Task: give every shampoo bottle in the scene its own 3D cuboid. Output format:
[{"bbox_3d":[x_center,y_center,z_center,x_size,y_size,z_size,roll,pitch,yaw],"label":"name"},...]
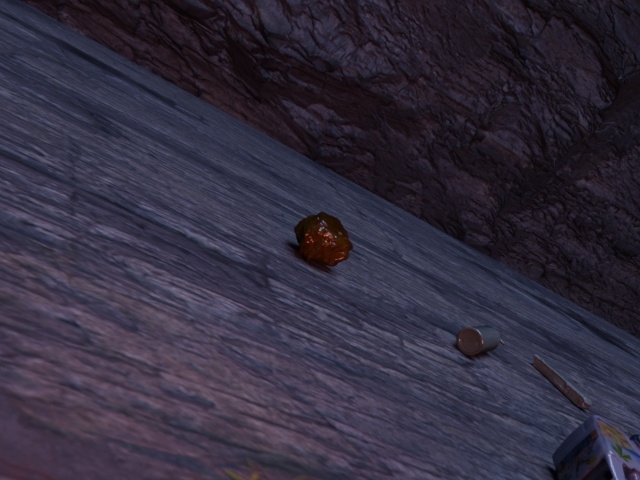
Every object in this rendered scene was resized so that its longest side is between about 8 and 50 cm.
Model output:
[{"bbox_3d":[0.337,0.204,1.193,0.056,0.056,0.195,38,14,28],"label":"shampoo bottle"}]

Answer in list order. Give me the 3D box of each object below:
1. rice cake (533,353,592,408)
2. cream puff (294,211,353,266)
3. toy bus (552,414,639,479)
[{"bbox_3d":[0.535,0.313,1.290,0.033,0.029,0.171,20,17,-29],"label":"rice cake"},{"bbox_3d":[0.000,0.000,1.127,0.116,0.094,0.122,2,55,-59],"label":"cream puff"},{"bbox_3d":[0.484,0.377,0.773,0.329,0.109,0.136,31,21,-1],"label":"toy bus"}]
